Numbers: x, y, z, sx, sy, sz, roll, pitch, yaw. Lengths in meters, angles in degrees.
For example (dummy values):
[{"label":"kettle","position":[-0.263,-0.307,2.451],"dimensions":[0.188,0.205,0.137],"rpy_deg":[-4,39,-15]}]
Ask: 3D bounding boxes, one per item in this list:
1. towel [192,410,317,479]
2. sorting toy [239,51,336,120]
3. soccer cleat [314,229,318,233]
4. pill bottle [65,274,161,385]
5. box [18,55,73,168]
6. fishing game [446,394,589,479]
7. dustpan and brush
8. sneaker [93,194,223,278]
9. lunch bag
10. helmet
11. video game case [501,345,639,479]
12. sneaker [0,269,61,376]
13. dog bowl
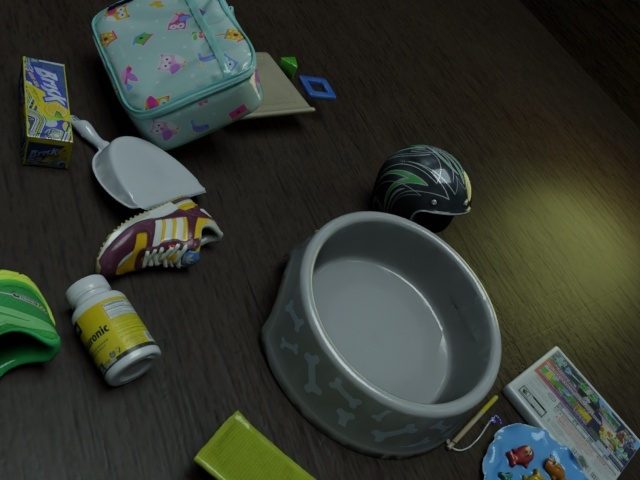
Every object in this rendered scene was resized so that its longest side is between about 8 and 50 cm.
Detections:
[{"label":"towel","position":[-0.021,0.280,0.635],"dimensions":[0.237,0.021,0.102],"rpy_deg":[38,15,6]},{"label":"sorting toy","position":[-0.133,-0.281,1.113],"dimensions":[0.348,0.047,0.196],"rpy_deg":[-16,58,-40]},{"label":"soccer cleat","position":[0.000,0.000,0.950],"dimensions":[0.036,0.029,0.083],"rpy_deg":[32,39,19]},{"label":"pill bottle","position":[-0.233,0.096,0.663],"dimensions":[0.065,0.065,0.116],"rpy_deg":[-20,64,-45]},{"label":"box","position":[-0.384,-0.179,0.833],"dimensions":[0.059,0.054,0.169],"rpy_deg":[3,49,-33]},{"label":"fishing game","position":[0.307,0.337,0.818],"dimensions":[0.189,0.041,0.264],"rpy_deg":[-22,64,-38]},{"label":"dustpan and brush","position":[-0.282,-0.117,0.853],"dimensions":[0.211,0.060,0.147],"rpy_deg":[49,29,6]},{"label":"sneaker","position":[-0.201,0.006,0.770],"dimensions":[0.084,0.069,0.185],"rpy_deg":[39,42,7]},{"label":"lunch bag","position":[-0.219,-0.290,0.935],"dimensions":[0.224,0.108,0.279],"rpy_deg":[-26,61,-5]},{"label":"helmet","position":[0.179,-0.087,1.053],"dimensions":[0.169,0.161,0.169],"rpy_deg":[19,43,-19]},{"label":"video game case","position":[0.404,0.284,0.960],"dimensions":[0.183,0.023,0.201],"rpy_deg":[-17,62,-44]},{"label":"sneaker","position":[-0.361,0.119,0.517],"dimensions":[0.123,0.109,0.295],"rpy_deg":[42,40,14]},{"label":"dog bowl","position":[0.095,0.109,0.825],"dimensions":[0.349,0.102,0.348],"rpy_deg":[16,50,-20]}]
